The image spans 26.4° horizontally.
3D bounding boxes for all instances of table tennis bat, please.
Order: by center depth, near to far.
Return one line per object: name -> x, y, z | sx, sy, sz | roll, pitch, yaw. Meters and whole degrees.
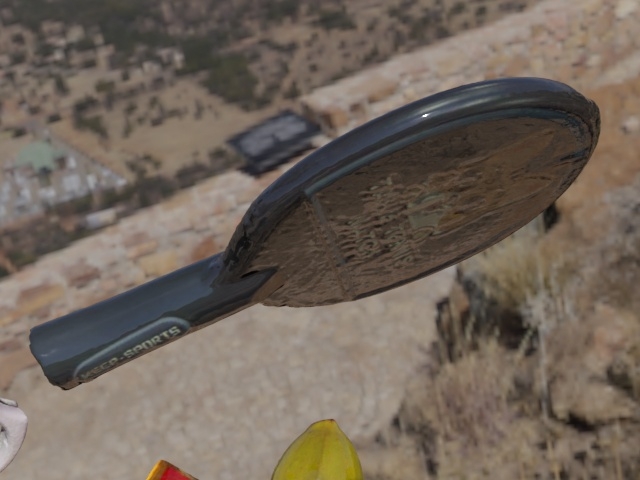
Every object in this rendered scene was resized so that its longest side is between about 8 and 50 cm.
table tennis bat -> 0.000, 0.000, 0.534 | 0.236, 0.150, 0.027 | -24, 68, 0

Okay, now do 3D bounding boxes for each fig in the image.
fig -> -0.001, 0.181, 1.046 | 0.074, 0.074, 0.088 | 1, 71, 24

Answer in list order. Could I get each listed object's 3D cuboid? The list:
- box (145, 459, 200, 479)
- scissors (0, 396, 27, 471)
box -> -0.138, 0.324, 1.040 | 0.089, 0.313, 0.197 | 27, 58, 11
scissors -> -0.200, 0.148, 0.683 | 0.100, 0.189, 0.015 | -4, 36, -23
